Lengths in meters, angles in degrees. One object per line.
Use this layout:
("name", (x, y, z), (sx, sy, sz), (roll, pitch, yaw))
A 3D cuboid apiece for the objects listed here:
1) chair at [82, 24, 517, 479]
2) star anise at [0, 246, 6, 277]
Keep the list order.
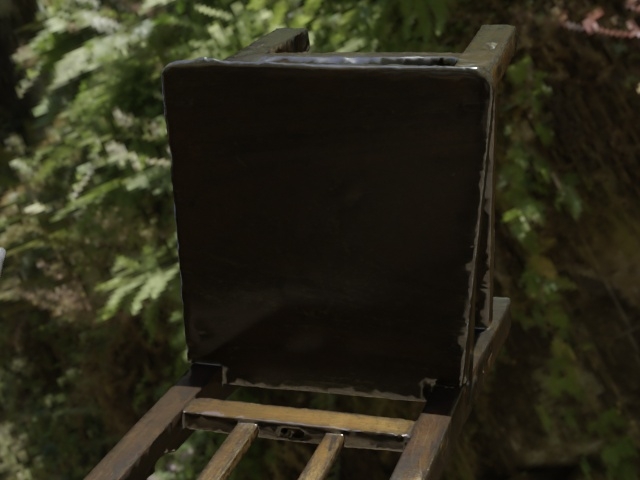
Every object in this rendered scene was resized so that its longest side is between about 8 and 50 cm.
("chair", (0.000, 0.000, 0.705), (0.203, 0.241, 0.416), (4, 14, 16))
("star anise", (-0.273, 0.067, 0.673), (0.129, 0.213, 0.282), (19, -1, 30))
